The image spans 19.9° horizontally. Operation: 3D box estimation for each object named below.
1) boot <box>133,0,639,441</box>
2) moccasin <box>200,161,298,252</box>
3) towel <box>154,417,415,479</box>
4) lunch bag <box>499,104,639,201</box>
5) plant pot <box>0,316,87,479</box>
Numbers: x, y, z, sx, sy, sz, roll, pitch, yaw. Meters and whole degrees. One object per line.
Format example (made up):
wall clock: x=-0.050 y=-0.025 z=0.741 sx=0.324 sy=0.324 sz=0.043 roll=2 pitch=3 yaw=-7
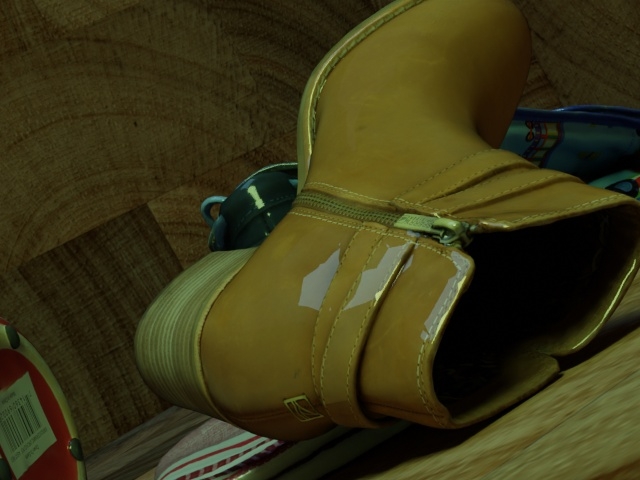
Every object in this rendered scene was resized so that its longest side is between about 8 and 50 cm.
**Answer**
boot: x=0.058 y=-0.024 z=0.804 sx=0.283 sy=0.109 sz=0.220 roll=-43 pitch=22 yaw=-28
moccasin: x=0.000 y=0.000 z=1.093 sx=0.138 sy=0.117 sz=0.342 roll=-30 pitch=0 yaw=-5
towel: x=0.006 y=0.085 z=0.967 sx=0.237 sy=0.037 sz=0.329 roll=-30 pitch=-1 yaw=-2
lunch bag: x=0.141 y=-0.018 z=1.344 sx=0.293 sy=0.138 sz=0.221 roll=-13 pitch=-12 yaw=-39
plant pot: x=-0.240 y=0.144 z=1.068 sx=0.174 sy=0.191 sz=0.191 roll=-20 pitch=1 yaw=13
